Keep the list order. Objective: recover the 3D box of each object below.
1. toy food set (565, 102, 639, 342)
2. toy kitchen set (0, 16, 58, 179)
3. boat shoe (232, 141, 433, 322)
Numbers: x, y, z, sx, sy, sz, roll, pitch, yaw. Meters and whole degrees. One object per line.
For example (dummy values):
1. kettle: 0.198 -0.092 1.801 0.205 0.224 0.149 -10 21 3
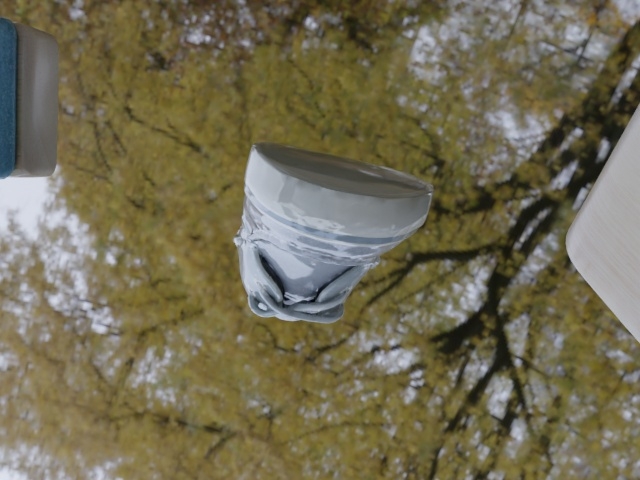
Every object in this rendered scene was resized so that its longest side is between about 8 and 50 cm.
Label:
1. toy food set: 0.289 0.008 0.588 0.092 0.220 0.306 -13 -129 -30
2. toy kitchen set: -0.165 0.031 0.298 0.122 0.207 0.166 2 -175 5
3. boat shoe: -0.001 0.000 0.473 0.079 0.081 0.227 12 -175 -4
